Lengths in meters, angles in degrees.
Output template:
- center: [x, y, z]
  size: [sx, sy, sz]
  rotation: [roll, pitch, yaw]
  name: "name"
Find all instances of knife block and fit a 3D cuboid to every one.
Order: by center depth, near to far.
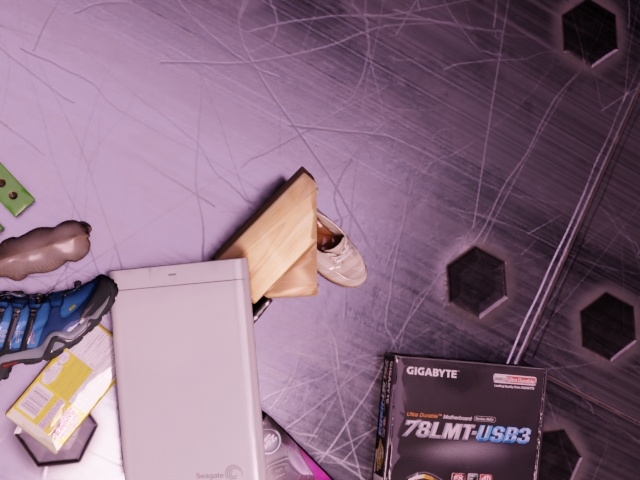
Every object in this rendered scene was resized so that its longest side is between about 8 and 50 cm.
- center: [-0.124, 0.021, 1.676]
  size: [0.242, 0.088, 0.276]
  rotation: [-1, 102, -4]
  name: "knife block"

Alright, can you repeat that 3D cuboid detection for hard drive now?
- center: [-0.213, 0.213, 1.621]
  size: [0.233, 0.047, 0.353]
  rotation: [-6, 88, 16]
  name: "hard drive"

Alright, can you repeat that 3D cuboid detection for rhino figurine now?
- center: [-0.472, 0.027, 1.606]
  size: [0.243, 0.106, 0.073]
  rotation: [-19, 93, -14]
  name: "rhino figurine"

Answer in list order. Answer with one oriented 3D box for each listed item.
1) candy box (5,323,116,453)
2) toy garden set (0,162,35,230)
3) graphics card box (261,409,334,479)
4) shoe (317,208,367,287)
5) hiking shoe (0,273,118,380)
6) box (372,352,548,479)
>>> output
- center: [-0.403, 0.233, 1.661]
  size: [0.105, 0.027, 0.206]
  rotation: [42, 79, -15]
  name: "candy box"
- center: [-0.610, -0.056, 1.605]
  size: [0.244, 0.049, 0.204]
  rotation: [-44, 101, -10]
  name: "toy garden set"
- center: [-0.052, 0.491, 1.715]
  size: [0.233, 0.094, 0.371]
  rotation: [-44, 98, -11]
  name: "graphics card box"
- center: [0.000, 0.000, 1.753]
  size: [0.219, 0.058, 0.076]
  rotation: [44, 79, -10]
  name: "shoe"
- center: [-0.461, 0.123, 1.577]
  size: [0.304, 0.113, 0.132]
  rotation: [-30, 110, -5]
  name: "hiking shoe"
- center: [0.245, 0.356, 1.807]
  size: [0.295, 0.073, 0.293]
  rotation: [7, 88, -15]
  name: "box"
